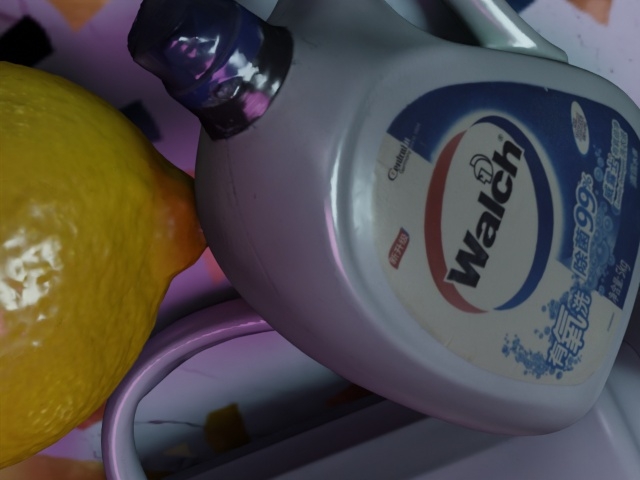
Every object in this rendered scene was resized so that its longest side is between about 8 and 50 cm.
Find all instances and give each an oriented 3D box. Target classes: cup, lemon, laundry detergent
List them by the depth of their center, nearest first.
[{"bbox_3d":[-0.165,0.013,0.674,0.244,0.187,0.187,-19,132,-14],"label":"lemon"},{"bbox_3d":[0.034,-0.046,0.692,0.280,0.215,0.105,34,155,-33],"label":"laundry detergent"},{"bbox_3d":[0.043,0.166,0.857,0.327,0.237,0.323,-22,101,3],"label":"cup"}]
